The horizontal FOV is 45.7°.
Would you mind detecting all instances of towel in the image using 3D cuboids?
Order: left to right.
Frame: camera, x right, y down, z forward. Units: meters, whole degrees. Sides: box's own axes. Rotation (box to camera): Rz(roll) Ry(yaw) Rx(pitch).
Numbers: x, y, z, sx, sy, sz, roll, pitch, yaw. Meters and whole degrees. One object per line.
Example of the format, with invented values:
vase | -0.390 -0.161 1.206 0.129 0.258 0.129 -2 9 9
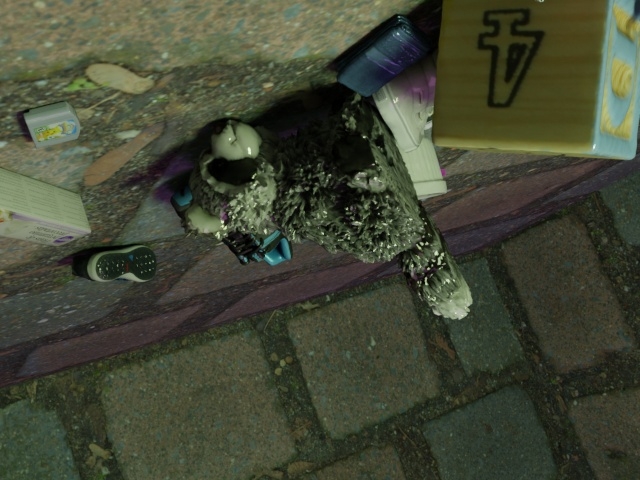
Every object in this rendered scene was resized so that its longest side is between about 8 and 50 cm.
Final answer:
towel | 0.080 -0.233 0.967 0.067 0.029 0.119 26 138 -35

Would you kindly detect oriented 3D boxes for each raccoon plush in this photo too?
raccoon plush | 0.000 0.000 1.114 0.299 0.446 0.216 -25 -165 17

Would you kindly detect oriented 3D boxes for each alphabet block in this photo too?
alphabet block | 0.268 -0.200 0.920 0.197 0.193 0.192 8 -174 35

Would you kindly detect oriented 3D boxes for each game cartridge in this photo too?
game cartridge | -0.302 -0.130 0.861 0.056 0.017 0.083 -21 170 -16

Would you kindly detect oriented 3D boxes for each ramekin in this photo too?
ramekin | 0.111 -0.118 1.337 0.207 0.109 0.207 -10 179 0

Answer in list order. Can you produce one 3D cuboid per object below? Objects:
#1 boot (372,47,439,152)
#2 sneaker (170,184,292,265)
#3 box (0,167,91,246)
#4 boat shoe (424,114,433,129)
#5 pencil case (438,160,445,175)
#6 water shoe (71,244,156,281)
boot | 0.157 -0.205 1.125 0.123 0.095 0.258 -21 171 12
sneaker | -0.132 -0.034 1.322 0.125 0.139 0.341 -21 168 21
box | -0.402 -0.047 0.953 0.063 0.067 0.324 -21 170 9
boat shoe | 0.195 -0.223 1.258 0.142 0.049 0.040 -19 136 30
pencil case | 0.189 -0.140 1.590 0.152 0.064 0.070 -11 -169 -43
water shoe | -0.393 0.041 1.460 0.080 0.072 0.203 4 179 21
